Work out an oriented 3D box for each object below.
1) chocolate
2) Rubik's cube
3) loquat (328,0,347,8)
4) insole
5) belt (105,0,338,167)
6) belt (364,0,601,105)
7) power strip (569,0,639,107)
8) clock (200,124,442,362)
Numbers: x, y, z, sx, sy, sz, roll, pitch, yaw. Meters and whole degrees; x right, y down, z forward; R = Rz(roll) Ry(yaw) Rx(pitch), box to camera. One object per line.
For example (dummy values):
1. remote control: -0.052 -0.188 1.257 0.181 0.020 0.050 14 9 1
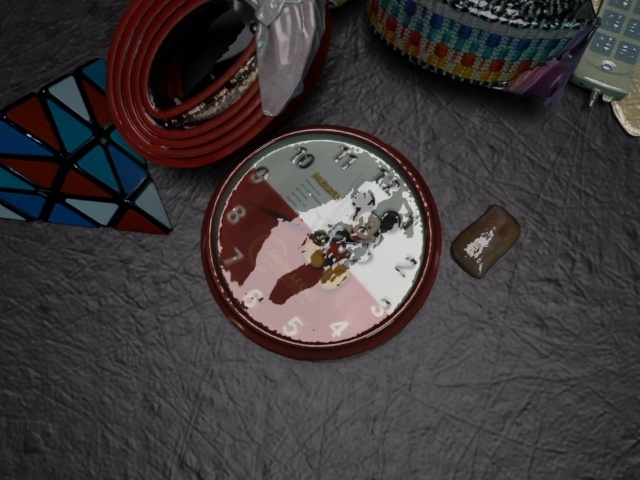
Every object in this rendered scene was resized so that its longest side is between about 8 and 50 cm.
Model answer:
1. chocolate: 0.227 -0.001 0.879 0.101 0.031 0.064 -42 87 -5
2. Rubik's cube: -0.289 -0.083 0.850 0.234 0.250 0.284 39 80 -13
3. loquat: -0.003 -0.379 0.884 0.141 0.141 0.141 0 82 2
4. insole: 0.430 -0.266 0.916 0.081 0.011 0.247 -10 82 1
5. belt: -0.124 -0.238 0.823 0.324 0.115 0.227 -42 95 20
6. belt: 0.204 -0.320 0.863 0.295 0.160 0.206 20 66 3
7. power strip: 0.413 -0.286 0.898 0.080 0.029 0.226 23 85 8
8. clock: 0.000 0.000 0.864 0.319 0.080 0.318 -1 77 3
